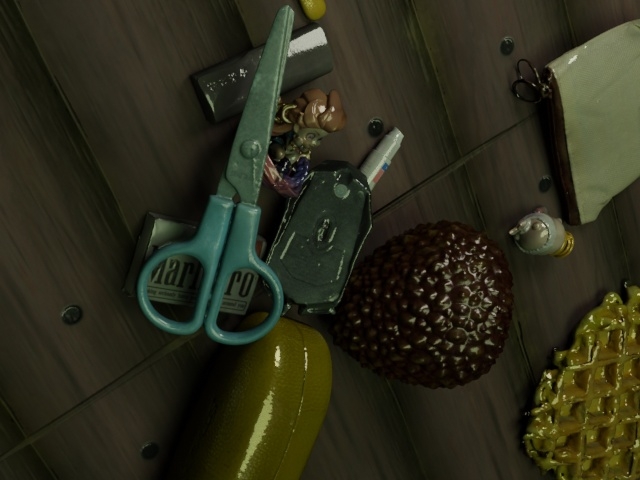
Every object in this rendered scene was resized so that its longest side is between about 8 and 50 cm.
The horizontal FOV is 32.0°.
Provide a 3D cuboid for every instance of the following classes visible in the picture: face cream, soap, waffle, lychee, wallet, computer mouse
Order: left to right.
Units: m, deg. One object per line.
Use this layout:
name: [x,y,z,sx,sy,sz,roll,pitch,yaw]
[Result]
soap: [-0.020,-0.329,1.469,0.034,0.012,0.089,-40,123,-13]
computer mouse: [-0.002,-0.001,1.552,0.126,0.071,0.231,19,90,-3]
face cream: [0.076,-0.105,1.599,0.034,0.034,0.130,36,86,-36]
lychee: [0.140,0.097,1.601,0.271,0.271,0.271,-11,113,-28]
wallet: [0.454,-0.201,1.781,0.275,0.068,0.335,-32,128,-13]
waffle: [0.530,0.285,1.995,0.382,0.095,0.379,39,88,-33]

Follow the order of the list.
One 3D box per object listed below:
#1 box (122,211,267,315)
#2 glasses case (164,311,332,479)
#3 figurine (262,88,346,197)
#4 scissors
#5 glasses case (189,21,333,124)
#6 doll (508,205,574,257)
box: [-0.166,0.034,1.502,0.177,0.036,0.115,12,101,-34]
glasses case: [-0.113,0.282,1.541,0.141,0.173,0.371,19,97,-38]
figurine: [-0.039,-0.142,1.461,0.126,0.114,0.157,6,124,-50]
scissors: [-0.099,-0.078,1.407,0.193,0.029,0.447,13,107,-11]
glasses case: [-0.074,-0.219,1.463,0.191,0.042,0.072,-27,112,-21]
doll: [0.349,-0.019,1.784,0.127,0.073,0.084,21,63,-39]
